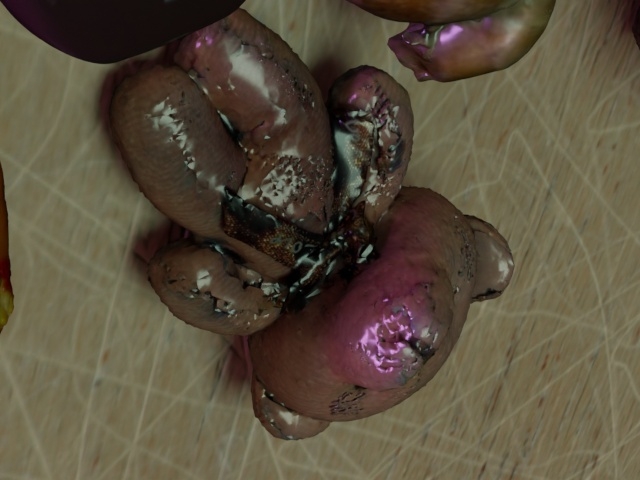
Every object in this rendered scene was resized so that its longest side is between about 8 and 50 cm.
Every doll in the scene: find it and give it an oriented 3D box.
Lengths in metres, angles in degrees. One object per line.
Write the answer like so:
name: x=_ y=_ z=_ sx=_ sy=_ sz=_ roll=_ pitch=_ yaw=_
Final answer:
doll: x=0.000 y=0.000 z=1.046 sx=0.201 sy=0.156 sz=0.303 roll=-43 pitch=134 yaw=-4

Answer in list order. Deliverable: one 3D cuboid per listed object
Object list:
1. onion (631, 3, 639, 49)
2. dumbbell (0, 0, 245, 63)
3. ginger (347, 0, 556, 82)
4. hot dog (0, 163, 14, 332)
onion: x=0.305 y=-0.182 z=1.216 sx=0.272 sy=0.195 sz=0.272 roll=21 pitch=66 yaw=-60
dumbbell: x=-0.125 y=-0.172 z=0.744 sx=0.140 sy=0.225 sz=0.124 roll=-26 pitch=131 yaw=-31
ginger: x=0.064 y=-0.249 z=0.931 sx=0.256 sy=0.176 sz=0.375 roll=-12 pitch=128 yaw=-17
hot dog: x=-0.231 y=0.025 z=0.848 sx=0.153 sy=0.150 sz=0.256 roll=11 pitch=108 yaw=-36
